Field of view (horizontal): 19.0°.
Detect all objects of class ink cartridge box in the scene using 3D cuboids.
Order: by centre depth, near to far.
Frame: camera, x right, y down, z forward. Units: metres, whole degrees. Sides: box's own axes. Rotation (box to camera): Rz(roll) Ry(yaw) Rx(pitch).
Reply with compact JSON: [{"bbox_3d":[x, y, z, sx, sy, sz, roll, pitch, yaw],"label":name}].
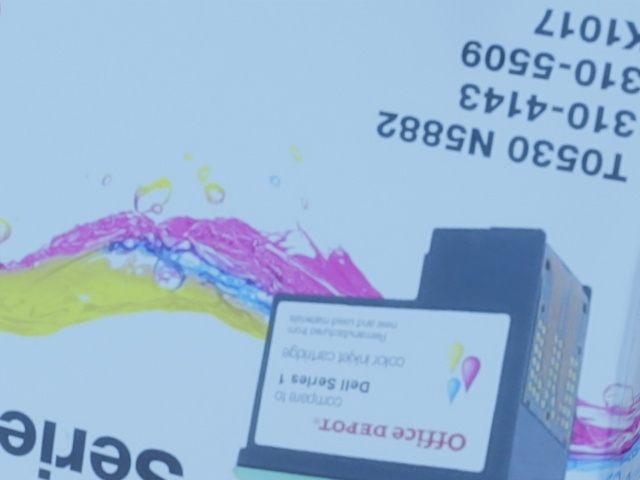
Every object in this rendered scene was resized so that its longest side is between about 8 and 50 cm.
[{"bbox_3d":[0.000,0.000,0.491,0.201,0.278,0.117,12,10,22],"label":"ink cartridge box"}]
